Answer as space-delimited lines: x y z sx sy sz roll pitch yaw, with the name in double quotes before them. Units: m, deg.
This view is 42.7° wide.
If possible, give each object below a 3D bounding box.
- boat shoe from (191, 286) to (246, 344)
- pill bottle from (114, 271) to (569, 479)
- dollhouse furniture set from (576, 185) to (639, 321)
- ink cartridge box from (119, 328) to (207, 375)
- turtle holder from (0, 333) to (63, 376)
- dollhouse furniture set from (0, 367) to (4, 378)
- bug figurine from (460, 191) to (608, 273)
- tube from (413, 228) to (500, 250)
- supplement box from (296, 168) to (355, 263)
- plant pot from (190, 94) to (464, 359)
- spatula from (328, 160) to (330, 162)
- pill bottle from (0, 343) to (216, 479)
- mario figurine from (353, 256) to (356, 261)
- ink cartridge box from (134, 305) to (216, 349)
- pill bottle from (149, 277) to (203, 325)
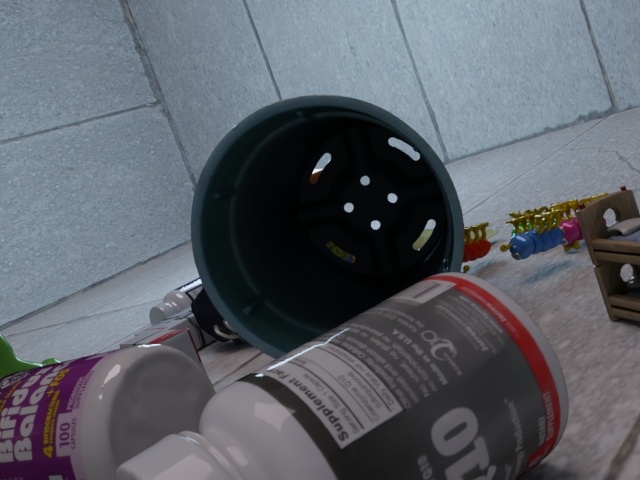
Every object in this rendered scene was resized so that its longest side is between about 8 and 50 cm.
"boat shoe" -0.103 0.120 1.348 0.158 0.127 0.340 -61 31 4
"pill bottle" 0.020 0.145 0.559 0.283 0.161 0.161 -25 9 -31
"dollhouse furniture set" 0.380 -0.006 0.811 0.184 0.129 0.129 -22 8 -11
"ink cartridge box" -0.226 0.183 1.185 0.056 0.099 0.135 -26 10 -36
"turtle holder" -0.598 0.228 1.346 0.320 0.243 0.227 -33 -5 -23
"dollhouse furniture set" -0.486 0.258 0.954 0.151 0.197 0.301 -18 7 5
"bug figurine" 0.308 -0.006 1.233 0.216 0.072 0.279 -16 1 -20
"tube" 0.205 0.007 1.504 0.240 0.062 0.070 -6 59 44
"supplement box" 0.000 0.000 1.388 0.078 0.233 0.080 -23 13 -19
"plant pot" 0.042 -0.031 1.143 0.341 0.341 0.334 -18 5 17
"spatula" -0.023 -0.006 1.451 0.030 0.296 0.084 17 2 22
"pill bottle" -0.259 0.207 0.828 0.302 0.169 0.169 -16 9 32
"mario figurine" -0.063 0.022 1.604 0.321 0.198 0.170 -11 24 31
"ink cartridge box" -0.248 0.167 1.503 0.150 0.063 0.109 -27 10 -42
"pill bottle" -0.260 0.133 1.661 0.094 0.094 0.169 -13 10 45
